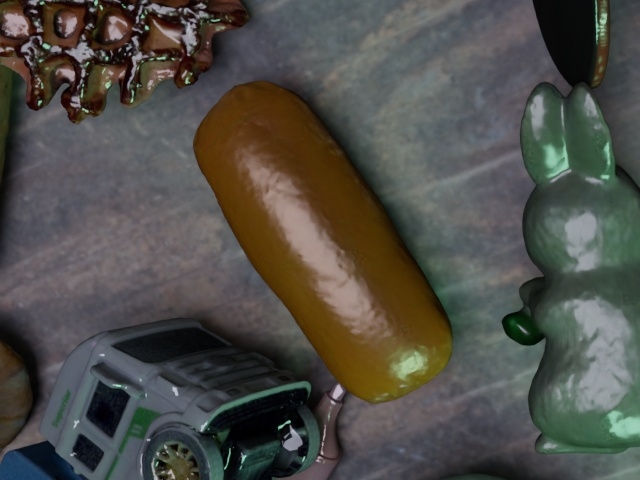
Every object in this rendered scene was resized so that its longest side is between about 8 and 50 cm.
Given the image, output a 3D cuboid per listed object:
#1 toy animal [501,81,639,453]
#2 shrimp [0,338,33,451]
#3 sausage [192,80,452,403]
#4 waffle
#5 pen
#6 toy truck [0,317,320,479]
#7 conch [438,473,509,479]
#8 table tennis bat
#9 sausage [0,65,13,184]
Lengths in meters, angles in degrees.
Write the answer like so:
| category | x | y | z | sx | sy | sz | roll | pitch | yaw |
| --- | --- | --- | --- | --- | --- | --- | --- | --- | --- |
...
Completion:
| category | x | y | z | sx | sy | sz | roll | pitch | yaw |
| --- | --- | --- | --- | --- | --- | --- | --- | --- | --- |
| toy animal | 0.183 | 0.017 | 0.885 | 0.138 | 0.108 | 0.236 | 4 | 99 | 23 |
| shrimp | -0.336 | 0.141 | 1.085 | 0.254 | 0.059 | 0.145 | -29 | 122 | 15 |
| sausage | 0.000 | 0.000 | 0.944 | 0.098 | 0.098 | 0.238 | -33 | 92 | 20 |
| waffle | -0.150 | -0.199 | 0.943 | 0.234 | 0.055 | 0.221 | -42 | 97 | 3 |
| pen | -0.029 | 0.182 | 1.020 | 0.053 | 0.032 | 0.197 | 34 | 111 | 10 |
| toy truck | -0.147 | 0.230 | 0.991 | 0.175 | 0.146 | 0.367 | 33 | 109 | 24 |
| conch | 0.129 | 0.257 | 0.939 | 0.185 | 0.121 | 0.221 | -34 | 94 | 22 |
| table tennis bat | 0.142 | -0.192 | 0.824 | 0.019 | 0.130 | 0.220 | -15 | 123 | -4 |
| sausage | -0.258 | -0.109 | 1.012 | 0.065 | 0.066 | 0.301 | 12 | 104 | 14 |
